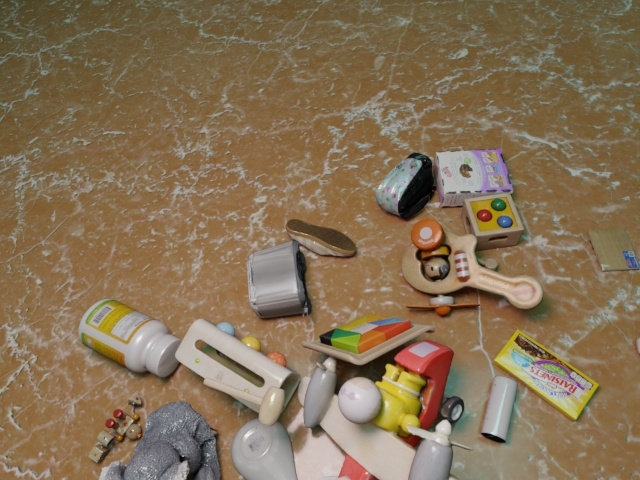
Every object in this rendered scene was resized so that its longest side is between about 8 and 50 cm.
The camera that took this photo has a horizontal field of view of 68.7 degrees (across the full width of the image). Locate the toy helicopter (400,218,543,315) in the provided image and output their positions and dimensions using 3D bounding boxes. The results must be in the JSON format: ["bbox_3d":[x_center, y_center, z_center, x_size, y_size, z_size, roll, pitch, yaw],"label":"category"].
[{"bbox_3d":[0.367,0.102,1.181,0.355,0.140,0.234,19,84,31],"label":"toy helicopter"}]

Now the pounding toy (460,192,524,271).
[{"bbox_3d":[0.449,-0.018,1.277,0.181,0.094,0.205,-8,56,2],"label":"pounding toy"}]

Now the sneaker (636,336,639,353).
[{"bbox_3d":[0.827,0.258,1.081,0.170,0.068,0.071,-1,72,17],"label":"sneaker"}]

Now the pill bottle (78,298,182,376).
[{"bbox_3d":[-0.479,0.254,1.201,0.246,0.136,0.136,20,62,19],"label":"pill bottle"}]

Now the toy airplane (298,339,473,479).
[{"bbox_3d":[0.103,0.388,0.947,0.386,0.272,0.384,-22,35,20],"label":"toy airplane"}]

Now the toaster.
[{"bbox_3d":[-0.110,0.115,1.249,0.147,0.129,0.226,-12,59,5],"label":"toaster"}]

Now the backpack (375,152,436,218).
[{"bbox_3d":[0.250,-0.152,1.375,0.115,0.152,0.182,25,66,39],"label":"backpack"}]

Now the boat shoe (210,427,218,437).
[{"bbox_3d":[-0.314,0.458,1.102,0.152,0.056,0.049,-2,62,18],"label":"boat shoe"}]

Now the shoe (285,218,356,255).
[{"bbox_3d":[0.000,0.000,1.355,0.219,0.058,0.076,22,43,16],"label":"shoe"}]

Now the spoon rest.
[{"bbox_3d":[-0.101,0.511,1.033,0.137,0.084,0.276,-34,46,-15],"label":"spoon rest"}]

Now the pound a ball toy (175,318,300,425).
[{"bbox_3d":[-0.181,0.289,1.085,0.319,0.208,0.135,24,77,22],"label":"pound a ball toy"}]

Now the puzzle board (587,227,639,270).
[{"bbox_3d":[0.785,0.024,1.256,0.097,0.011,0.128,-3,58,4],"label":"puzzle board"}]

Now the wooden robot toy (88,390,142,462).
[{"bbox_3d":[-0.467,0.453,1.115,0.079,0.076,0.173,30,66,11],"label":"wooden robot toy"}]

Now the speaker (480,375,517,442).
[{"bbox_3d":[0.402,0.379,1.053,0.055,0.055,0.136,17,61,17],"label":"speaker"}]

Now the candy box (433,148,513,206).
[{"bbox_3d":[0.448,-0.187,1.395,0.197,0.070,0.164,-2,58,3],"label":"candy box"}]

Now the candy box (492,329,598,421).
[{"bbox_3d":[0.524,0.311,1.097,0.206,0.027,0.105,36,72,26],"label":"candy box"}]

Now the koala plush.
[{"bbox_3d":[-0.330,0.459,0.963,0.197,0.221,0.203,-2,89,8],"label":"koala plush"}]

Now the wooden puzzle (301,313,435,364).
[{"bbox_3d":[0.104,0.215,1.079,0.239,0.221,0.044,-13,95,-31],"label":"wooden puzzle"}]
